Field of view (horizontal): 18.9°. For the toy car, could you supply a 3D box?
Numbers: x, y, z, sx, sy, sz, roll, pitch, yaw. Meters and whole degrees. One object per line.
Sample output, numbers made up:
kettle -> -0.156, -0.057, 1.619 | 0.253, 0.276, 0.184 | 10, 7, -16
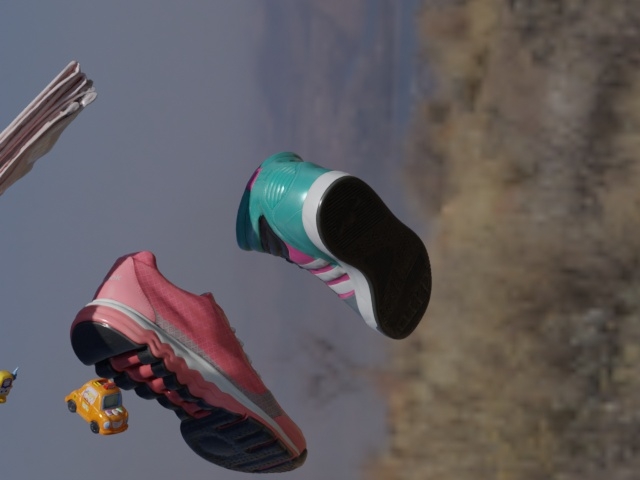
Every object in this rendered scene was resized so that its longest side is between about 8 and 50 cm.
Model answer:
toy car -> -0.220, 0.136, 1.645 | 0.060, 0.122, 0.040 | 49, 123, 45

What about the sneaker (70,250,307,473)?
sneaker -> -0.112, 0.125, 1.997 | 0.116, 0.314, 0.136 | -17, 41, 42

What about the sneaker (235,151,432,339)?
sneaker -> 0.000, 0.000, 2.145 | 0.124, 0.178, 0.295 | -55, -37, -16

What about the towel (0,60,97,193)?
towel -> -0.374, -0.021, 1.954 | 0.317, 0.053, 0.332 | -50, 8, -25
